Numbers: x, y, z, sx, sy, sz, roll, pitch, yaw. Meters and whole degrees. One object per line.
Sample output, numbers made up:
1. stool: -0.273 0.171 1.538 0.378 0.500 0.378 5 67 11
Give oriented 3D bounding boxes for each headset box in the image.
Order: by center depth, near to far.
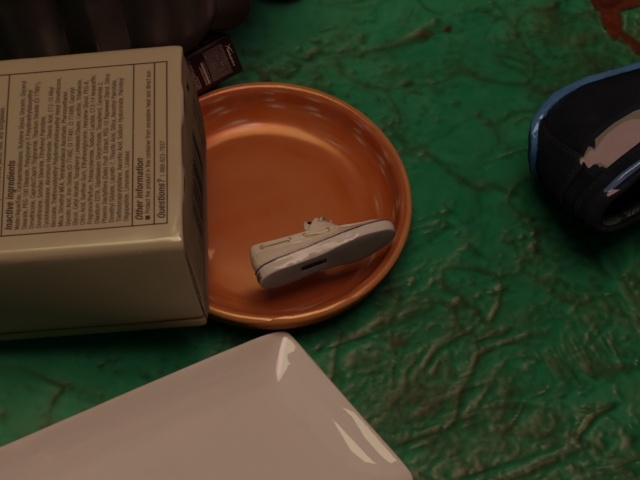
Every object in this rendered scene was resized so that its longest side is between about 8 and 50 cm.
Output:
1. headset box: -0.108 -0.120 1.371 0.083 0.032 0.062 -32 23 -21

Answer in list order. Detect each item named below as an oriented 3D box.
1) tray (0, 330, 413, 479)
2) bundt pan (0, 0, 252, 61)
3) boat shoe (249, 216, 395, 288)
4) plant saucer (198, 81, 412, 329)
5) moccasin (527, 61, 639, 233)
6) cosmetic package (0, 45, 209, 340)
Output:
1. tray: -0.081 0.153 1.177 0.270 0.030 0.145 -21 58 -39
2. bundt pan: -0.165 -0.236 1.378 0.331 0.124 0.331 -4 46 4
3. boat shoe: 0.000 0.000 1.276 0.100 0.035 0.035 -21 64 -8
4. plant saucer: -0.037 -0.021 1.329 0.200 0.037 0.200 1 59 -2
5. moccasin: 0.319 -0.082 1.345 0.342 0.138 0.117 -23 48 -3
6. cosmetic package: -0.233 -0.024 1.248 0.309 0.113 0.160 -4 59 4
